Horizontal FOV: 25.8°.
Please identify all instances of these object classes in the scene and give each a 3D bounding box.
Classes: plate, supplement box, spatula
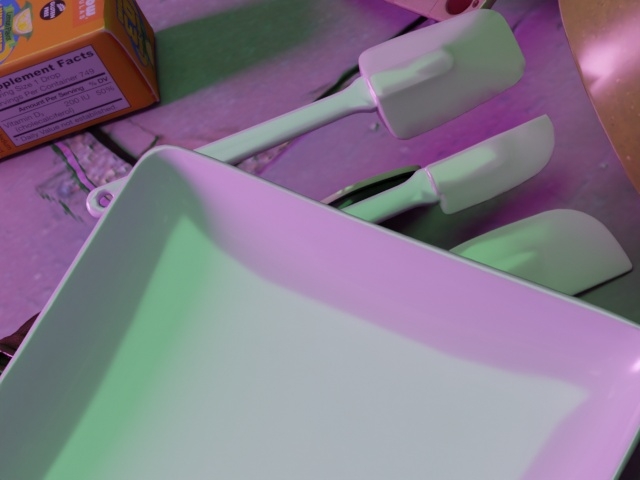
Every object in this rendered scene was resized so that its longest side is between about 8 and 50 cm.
[{"bbox_3d":[-0.027,0.116,0.611,0.278,0.045,0.277,22,70,23],"label":"plate"},{"bbox_3d":[-0.224,-0.098,0.893,0.233,0.080,0.078,-17,50,8],"label":"supplement box"},{"bbox_3d":[0.011,-0.011,0.706,0.242,0.019,0.168,-23,74,-1],"label":"spatula"}]

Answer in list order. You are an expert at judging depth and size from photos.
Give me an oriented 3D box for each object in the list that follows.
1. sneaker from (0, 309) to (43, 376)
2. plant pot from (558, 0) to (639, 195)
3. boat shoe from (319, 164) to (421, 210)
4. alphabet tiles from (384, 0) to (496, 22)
[{"bbox_3d":[-0.176,0.097,0.712,0.066,0.071,0.188,14,60,33],"label":"sneaker"},{"bbox_3d":[0.262,-0.117,0.589,0.293,0.275,0.275,-25,45,23],"label":"plant pot"},{"bbox_3d":[0.000,0.000,0.736,0.133,0.049,0.042,-27,81,-11],"label":"boat shoe"},{"bbox_3d":[0.105,-0.239,0.831,0.237,0.009,0.198,-53,34,-1],"label":"alphabet tiles"}]
